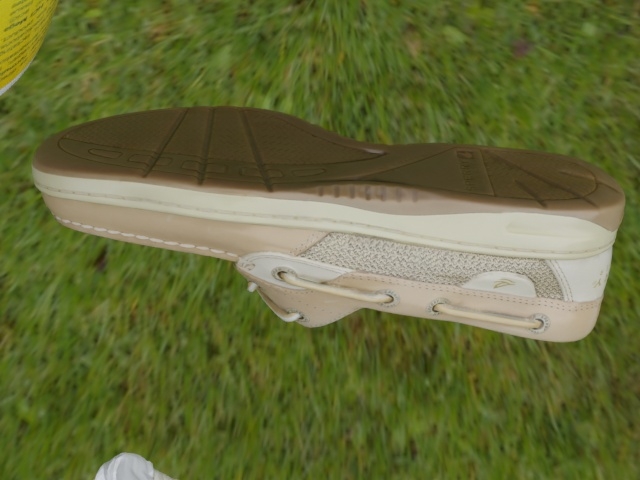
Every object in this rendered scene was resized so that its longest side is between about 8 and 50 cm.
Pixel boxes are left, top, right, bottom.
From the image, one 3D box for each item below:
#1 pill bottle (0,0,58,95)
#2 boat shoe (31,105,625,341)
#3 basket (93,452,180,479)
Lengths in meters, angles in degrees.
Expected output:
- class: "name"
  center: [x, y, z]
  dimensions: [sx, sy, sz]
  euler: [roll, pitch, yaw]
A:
- class: "pill bottle"
  center: [-0.212, -0.173, 0.899]
  dimensions: [0.188, 0.334, 0.188]
  euler: [9, 60, -16]
- class: "boat shoe"
  center: [0.000, 0.000, 1.041]
  dimensions: [0.341, 0.121, 0.110]
  euler: [7, 116, 2]
- class: "basket"
  center: [-0.111, 0.401, 1.297]
  dimensions: [0.266, 0.331, 0.328]
  euler: [25, 120, -24]
